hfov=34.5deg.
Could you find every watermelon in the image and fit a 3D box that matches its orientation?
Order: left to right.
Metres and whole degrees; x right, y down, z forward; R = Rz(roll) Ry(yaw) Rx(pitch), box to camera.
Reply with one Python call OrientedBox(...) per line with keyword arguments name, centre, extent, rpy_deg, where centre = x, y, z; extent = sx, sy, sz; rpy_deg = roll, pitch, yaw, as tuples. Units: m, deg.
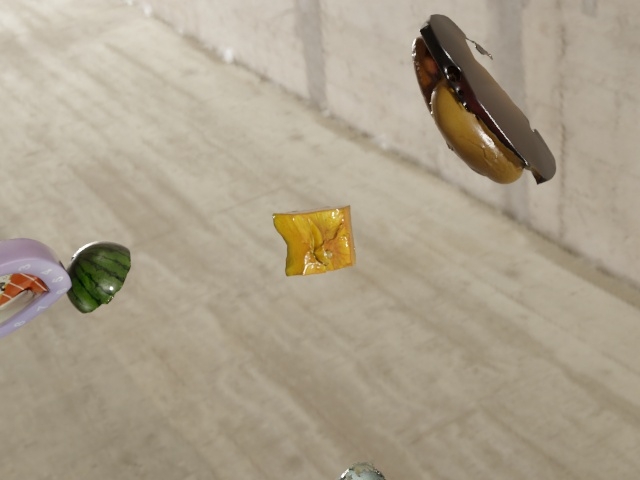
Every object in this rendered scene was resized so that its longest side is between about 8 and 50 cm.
OrientedBox(name="watermelon", centre=(-0.300, 0.041, 1.353), extent=(0.062, 0.105, 0.105), rpy_deg=(36, -8, -30))

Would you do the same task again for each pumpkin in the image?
OrientedBox(name="pumpkin", centre=(0.001, -0.001, 1.093), extent=(0.035, 0.101, 0.073), rpy_deg=(-4, -83, 55))

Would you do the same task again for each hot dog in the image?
OrientedBox(name="hot dog", centre=(0.239, -0.206, 1.651), extent=(0.107, 0.194, 0.326), rpy_deg=(-30, -82, 29))

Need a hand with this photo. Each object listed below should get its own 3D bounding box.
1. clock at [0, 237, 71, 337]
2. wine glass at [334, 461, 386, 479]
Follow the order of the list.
OrientedBox(name="clock", centre=(-0.382, 0.052, 1.223), extent=(0.064, 0.172, 0.198), rpy_deg=(57, -43, 17))
OrientedBox(name="wine glass", centre=(0.007, 0.308, 1.133), extent=(0.155, 0.072, 0.072), rpy_deg=(-45, -113, 34))
